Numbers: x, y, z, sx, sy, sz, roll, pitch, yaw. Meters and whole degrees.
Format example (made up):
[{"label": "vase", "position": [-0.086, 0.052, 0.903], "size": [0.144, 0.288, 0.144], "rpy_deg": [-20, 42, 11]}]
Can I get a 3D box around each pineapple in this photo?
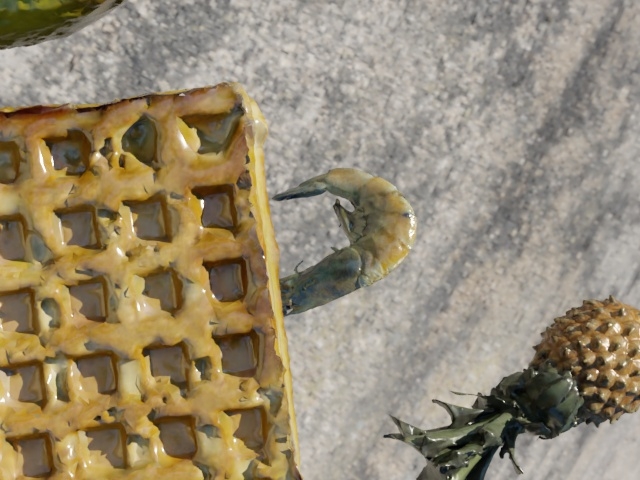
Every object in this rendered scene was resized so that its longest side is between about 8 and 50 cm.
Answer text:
[{"label": "pineapple", "position": [0.188, 0.150, 0.844], "size": [0.277, 0.130, 0.119], "rpy_deg": [-25, 139, -27]}]

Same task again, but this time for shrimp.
[{"label": "shrimp", "position": [0.000, 0.000, 1.094], "size": [0.217, 0.150, 0.051], "rpy_deg": [-28, 162, 2]}]

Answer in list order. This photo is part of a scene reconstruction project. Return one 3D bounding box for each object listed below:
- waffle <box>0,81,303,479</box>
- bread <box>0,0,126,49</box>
[{"label": "waffle", "position": [-0.126, 0.055, 0.637], "size": [0.091, 0.213, 0.308], "rpy_deg": [140, -56, -85]}, {"label": "bread", "position": [-0.213, -0.234, 0.627], "size": [0.251, 0.376, 0.208], "rpy_deg": [-12, 108, -17]}]
